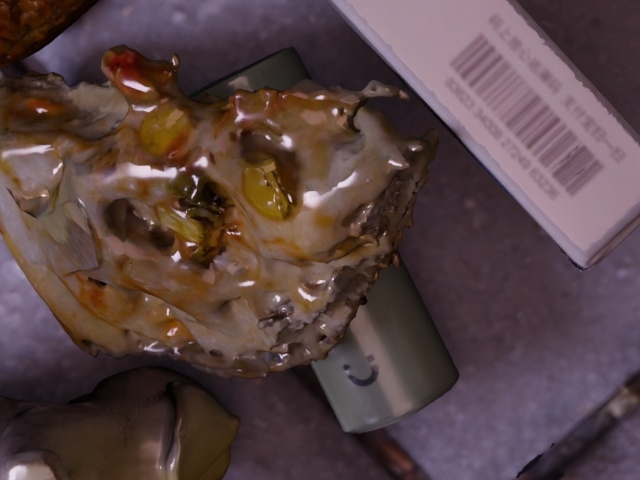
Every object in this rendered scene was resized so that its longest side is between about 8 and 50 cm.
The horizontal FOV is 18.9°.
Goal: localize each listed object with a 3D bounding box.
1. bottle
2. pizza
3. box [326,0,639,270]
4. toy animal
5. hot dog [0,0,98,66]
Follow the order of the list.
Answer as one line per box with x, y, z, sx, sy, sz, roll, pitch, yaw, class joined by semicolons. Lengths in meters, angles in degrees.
0.000;0.000;1.027;0.072;0.072;0.201;-26;97;6;bottle
-0.056;-0.011;0.959;0.297;0.071;0.189;0;118;37;pizza
0.026;-0.141;0.940;0.065;0.200;0.343;-43;95;5;box
-0.161;0.129;1.006;0.233;0.169;0.121;1;112;2;toy animal
-0.157;-0.157;1.010;0.147;0.065;0.099;-42;95;14;hot dog
